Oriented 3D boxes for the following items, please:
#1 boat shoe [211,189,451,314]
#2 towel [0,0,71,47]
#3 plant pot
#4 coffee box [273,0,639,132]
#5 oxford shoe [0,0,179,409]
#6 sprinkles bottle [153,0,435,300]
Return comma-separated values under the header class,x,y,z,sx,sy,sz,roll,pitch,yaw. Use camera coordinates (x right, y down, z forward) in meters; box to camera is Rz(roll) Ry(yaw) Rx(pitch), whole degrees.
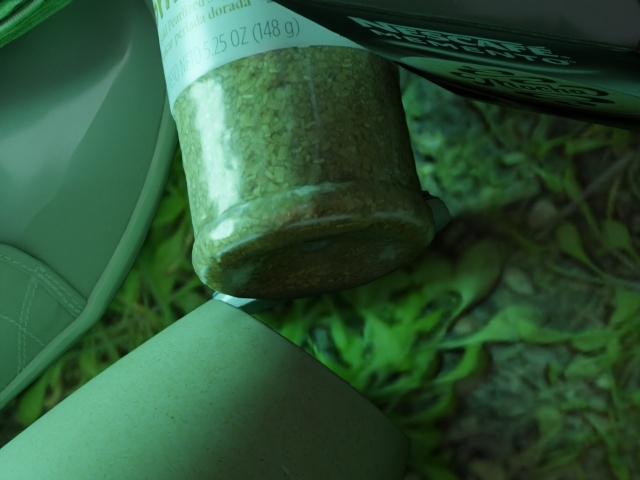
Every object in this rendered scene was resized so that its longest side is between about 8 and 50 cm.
class,x,y,z,sx,sy,sz,roll,pitch,yaw
boat shoe,0.000,0.000,1.032,0.142,0.049,0.040,-23,77,20
towel,-0.249,-0.163,1.097,0.325,0.038,0.248,-31,51,22
plant pot,-0.086,0.174,0.964,0.256,0.256,0.274,32,80,20
coffee box,0.106,-0.126,0.868,0.168,0.297,0.119,13,90,22
oxford shoe,-0.233,0.030,1.078,0.169,0.130,0.449,42,99,21
sprinkles bottle,-0.032,-0.153,0.992,0.121,0.121,0.355,-18,70,19
